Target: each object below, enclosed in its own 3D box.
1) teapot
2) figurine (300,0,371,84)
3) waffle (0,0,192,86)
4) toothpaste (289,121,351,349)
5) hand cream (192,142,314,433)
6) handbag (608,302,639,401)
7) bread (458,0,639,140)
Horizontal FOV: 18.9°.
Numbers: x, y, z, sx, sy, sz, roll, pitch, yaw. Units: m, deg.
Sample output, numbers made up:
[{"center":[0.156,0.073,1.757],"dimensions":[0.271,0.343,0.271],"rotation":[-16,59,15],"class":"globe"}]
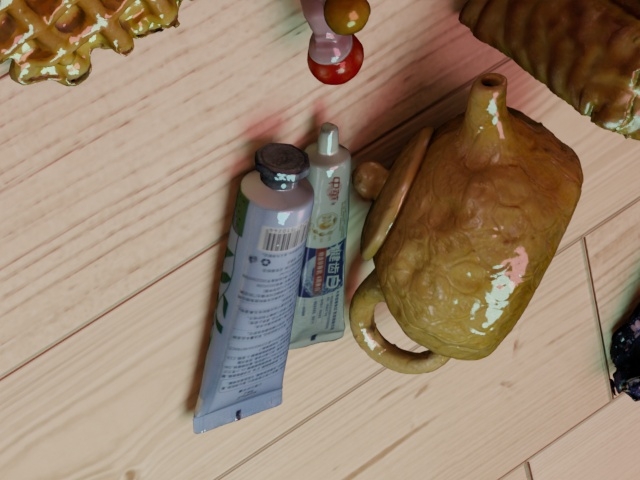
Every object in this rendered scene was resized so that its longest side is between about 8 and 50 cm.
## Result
[{"center":[0.097,-0.010,1.551],"dimensions":[0.311,0.167,0.203],"rotation":[-63,-179,41],"class":"teapot"},{"center":[0.040,-0.227,1.323],"dimensions":[0.176,0.186,0.287],"rotation":[-11,151,-1],"class":"figurine"},{"center":[-0.172,-0.204,1.257],"dimensions":[0.238,0.059,0.243],"rotation":[-13,132,-35],"class":"waffle"},{"center":[0.000,0.000,1.566],"dimensions":[0.060,0.038,0.233],"rotation":[-17,134,-24],"class":"toothpaste"},{"center":[-0.051,0.043,1.547],"dimensions":[0.091,0.058,0.271],"rotation":[-19,136,-34],"class":"hand cream"},{"center":[0.403,0.090,1.875],"dimensions":[0.208,0.126,0.229],"rotation":[14,141,-32],"class":"handbag"},{"center":[0.228,-0.148,1.492],"dimensions":[0.181,0.222,0.096],"rotation":[14,111,-40],"class":"bread"}]
